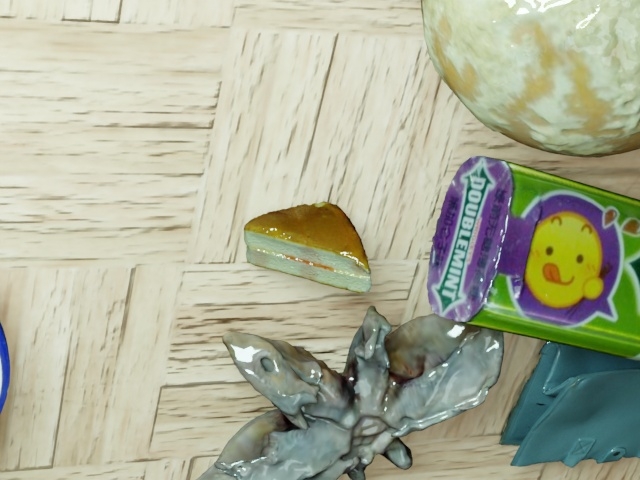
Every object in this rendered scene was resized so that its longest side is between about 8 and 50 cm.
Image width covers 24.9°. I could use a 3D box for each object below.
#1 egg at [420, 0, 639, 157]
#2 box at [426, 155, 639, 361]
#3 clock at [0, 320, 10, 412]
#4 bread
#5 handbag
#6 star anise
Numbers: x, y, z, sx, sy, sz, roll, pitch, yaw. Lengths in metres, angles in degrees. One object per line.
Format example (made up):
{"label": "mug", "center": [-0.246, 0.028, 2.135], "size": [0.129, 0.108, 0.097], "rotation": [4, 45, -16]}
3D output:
{"label": "egg", "center": [0.173, -0.152, 0.967], "size": [0.245, 0.203, 0.203], "rotation": [27, 111, -43]}
{"label": "box", "center": [0.256, 0.032, 1.196], "size": [0.345, 0.097, 0.134], "rotation": [13, 90, -29]}
{"label": "clock", "center": [-0.336, 0.083, 1.003], "size": [0.230, 0.083, 0.230], "rotation": [-13, 127, -17]}
{"label": "bread", "center": [0.000, 0.000, 1.102], "size": [0.062, 0.109, 0.043], "rotation": [-53, 151, -40]}
{"label": "handbag", "center": [0.286, 0.151, 1.341], "size": [0.221, 0.057, 0.144], "rotation": [-1, 132, -24]}
{"label": "star anise", "center": [0.020, 0.144, 1.182], "size": [0.257, 0.111, 0.198], "rotation": [-7, 127, -26]}
